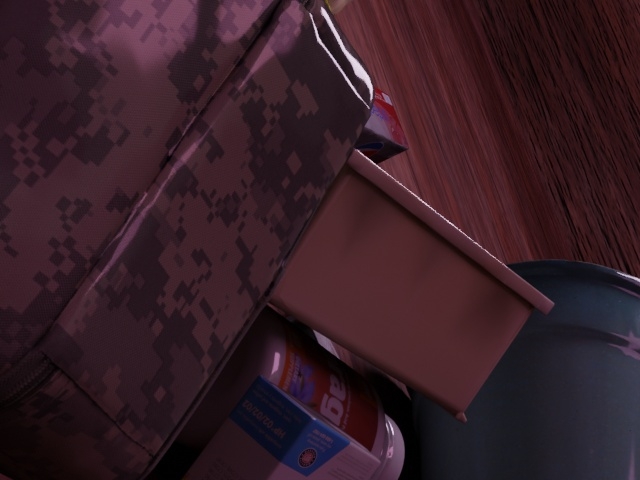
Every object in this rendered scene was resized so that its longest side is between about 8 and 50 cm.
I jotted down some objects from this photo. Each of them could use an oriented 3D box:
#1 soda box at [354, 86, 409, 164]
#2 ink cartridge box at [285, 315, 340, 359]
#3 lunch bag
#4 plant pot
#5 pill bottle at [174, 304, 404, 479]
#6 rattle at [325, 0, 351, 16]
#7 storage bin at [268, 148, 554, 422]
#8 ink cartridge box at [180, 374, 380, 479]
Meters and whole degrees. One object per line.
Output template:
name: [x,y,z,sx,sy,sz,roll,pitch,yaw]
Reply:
soda box: [0.017,-0.148,1.513,0.263,0.092,0.083,14,54,-68]
ink cartridge box: [0.007,0.158,1.199,0.189,0.066,0.232,63,-3,-5]
lunch bag: [-0.148,-0.068,0.621,0.305,0.212,0.256,-56,133,-22]
plant pot: [0.243,0.258,1.301,0.341,0.341,0.334,53,29,-32]
pill bottle: [-0.025,0.137,0.974,0.216,0.121,0.121,40,30,-46]
rattle: [-0.043,-0.347,1.648,0.199,0.130,0.143,42,1,17]
storage bin: [0.000,0.000,0.999,0.262,0.123,0.260,33,-1,-41]
ink cartridge box: [-0.053,0.194,0.846,0.061,0.181,0.104,34,-5,39]
